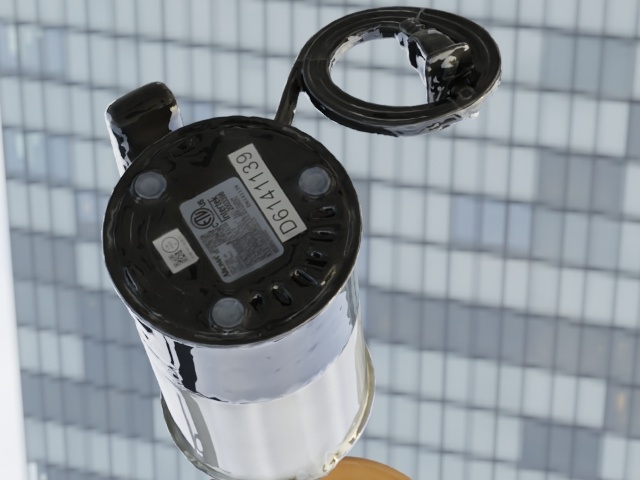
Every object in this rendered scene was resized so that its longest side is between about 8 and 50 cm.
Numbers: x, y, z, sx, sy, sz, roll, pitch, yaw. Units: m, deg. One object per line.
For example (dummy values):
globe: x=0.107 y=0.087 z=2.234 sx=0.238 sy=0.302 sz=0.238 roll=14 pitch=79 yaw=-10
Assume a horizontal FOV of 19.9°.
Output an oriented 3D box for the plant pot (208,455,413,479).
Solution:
plant pot: x=-0.009 y=0.303 z=1.488 sx=0.291 sy=0.203 sz=0.291 roll=12 pitch=-121 yaw=-21

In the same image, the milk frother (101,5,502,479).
milk frother: x=0.000 y=0.000 z=0.647 sx=0.143 sy=0.135 sz=0.129 roll=-13 pitch=-117 yaw=-3
